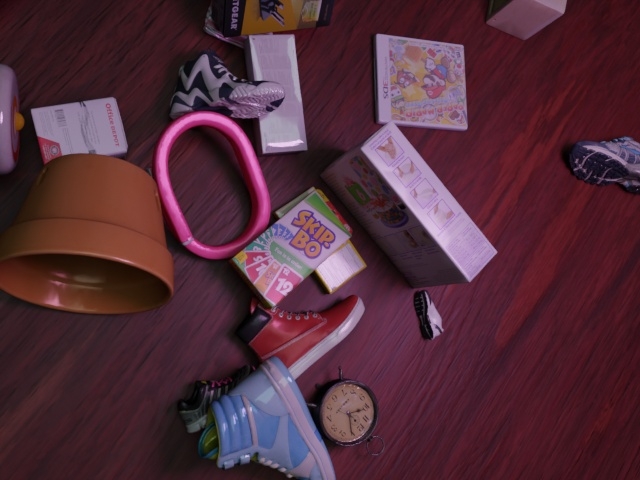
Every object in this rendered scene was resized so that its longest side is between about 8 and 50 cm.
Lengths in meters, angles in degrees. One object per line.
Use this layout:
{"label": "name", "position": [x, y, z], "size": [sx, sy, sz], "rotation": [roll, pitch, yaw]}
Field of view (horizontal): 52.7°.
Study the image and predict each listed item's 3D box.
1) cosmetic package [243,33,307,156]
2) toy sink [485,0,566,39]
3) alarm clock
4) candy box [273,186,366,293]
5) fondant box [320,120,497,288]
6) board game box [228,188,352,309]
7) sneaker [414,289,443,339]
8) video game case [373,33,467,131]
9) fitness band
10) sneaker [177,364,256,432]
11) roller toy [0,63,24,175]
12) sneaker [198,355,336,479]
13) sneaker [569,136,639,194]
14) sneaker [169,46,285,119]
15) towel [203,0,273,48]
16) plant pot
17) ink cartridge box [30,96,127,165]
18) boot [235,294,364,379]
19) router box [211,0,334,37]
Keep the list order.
{"label": "cosmetic package", "position": [-0.095, -0.297, 1.334], "size": [0.098, 0.060, 0.239], "rotation": [-7, 92, -22]}
{"label": "toy sink", "position": [0.500, -0.634, 1.546], "size": [0.131, 0.153, 0.234], "rotation": [17, 79, -16]}
{"label": "alarm clock", "position": [0.061, 0.361, 1.310], "size": [0.129, 0.064, 0.192], "rotation": [-42, 95, -19]}
{"label": "candy box", "position": [0.000, 0.000, 1.356], "size": [0.105, 0.027, 0.206], "rotation": [-35, 94, -19]}
{"label": "fondant box", "position": [0.169, -0.058, 1.309], "size": [0.096, 0.238, 0.330], "rotation": [-44, 98, -18]}
{"label": "board game box", "position": [-0.048, 0.009, 1.293], "size": [0.259, 0.039, 0.124], "rotation": [-42, 96, -30]}
{"label": "sneaker", "position": [0.239, 0.160, 1.416], "size": [0.043, 0.040, 0.109], "rotation": [-12, 91, -36]}
{"label": "video game case", "position": [0.230, -0.360, 1.484], "size": [0.226, 0.026, 0.207], "rotation": [1, 83, -19]}
{"label": "fitness band", "position": [-0.209, -0.103, 1.242], "size": [0.209, 0.054, 0.291], "rotation": [-27, 110, -23]}
{"label": "sneaker", "position": [-0.200, 0.286, 1.230], "size": [0.170, 0.063, 0.075], "rotation": [-38, 102, -15]}
{"label": "roller toy", "position": [-0.581, -0.209, 1.094], "size": [0.146, 0.191, 0.209], "rotation": [0, 127, -20]}
{"label": "sneaker", "position": [-0.107, 0.389, 1.201], "size": [0.208, 0.127, 0.319], "rotation": [-28, 110, -17]}
{"label": "sneaker", "position": [0.734, -0.203, 1.611], "size": [0.282, 0.110, 0.122], "rotation": [15, 60, -19]}
{"label": "sneaker", "position": [-0.184, -0.319, 1.268], "size": [0.234, 0.094, 0.153], "rotation": [-9, 72, 22]}
{"label": "towel", "position": [-0.155, -0.504, 1.368], "size": [0.144, 0.029, 0.197], "rotation": [17, 78, -17]}
{"label": "plant pot", "position": [-0.392, -0.012, 1.108], "size": [0.290, 0.291, 0.204], "rotation": [8, 64, -18]}
{"label": "ink cartridge box", "position": [-0.448, -0.198, 1.209], "size": [0.150, 0.063, 0.109], "rotation": [-14, 87, -21]}
{"label": "boot", "position": [-0.042, 0.149, 1.294], "size": [0.244, 0.088, 0.176], "rotation": [-39, 94, -16]}
{"label": "router box", "position": [-0.076, -0.552, 1.234], "size": [0.242, 0.309, 0.081], "rotation": [-15, 55, -23]}
